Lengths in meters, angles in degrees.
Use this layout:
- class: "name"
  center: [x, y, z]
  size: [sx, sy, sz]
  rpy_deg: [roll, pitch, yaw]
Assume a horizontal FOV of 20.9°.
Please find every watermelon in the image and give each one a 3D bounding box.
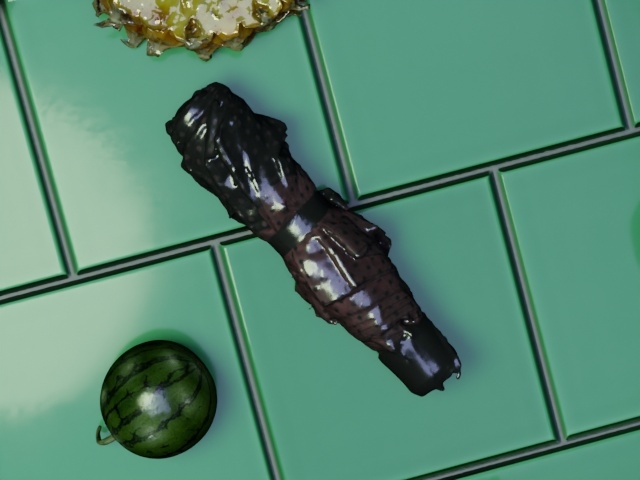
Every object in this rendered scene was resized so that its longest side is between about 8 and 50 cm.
- class: "watermelon"
  center: [-0.139, 0.137, 1.454]
  size: [0.109, 0.109, 0.109]
  rpy_deg: [0, 93, -3]

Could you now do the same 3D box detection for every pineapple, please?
- class: "pineapple"
  center: [-0.136, -0.216, 1.449]
  size: [0.233, 0.079, 0.135]
  rpy_deg: [37, 82, 1]

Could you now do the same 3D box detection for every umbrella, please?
- class: "umbrella"
  center: [0.000, 0.000, 1.460]
  size: [0.094, 0.090, 0.326]
  rpy_deg: [-44, 95, -3]
